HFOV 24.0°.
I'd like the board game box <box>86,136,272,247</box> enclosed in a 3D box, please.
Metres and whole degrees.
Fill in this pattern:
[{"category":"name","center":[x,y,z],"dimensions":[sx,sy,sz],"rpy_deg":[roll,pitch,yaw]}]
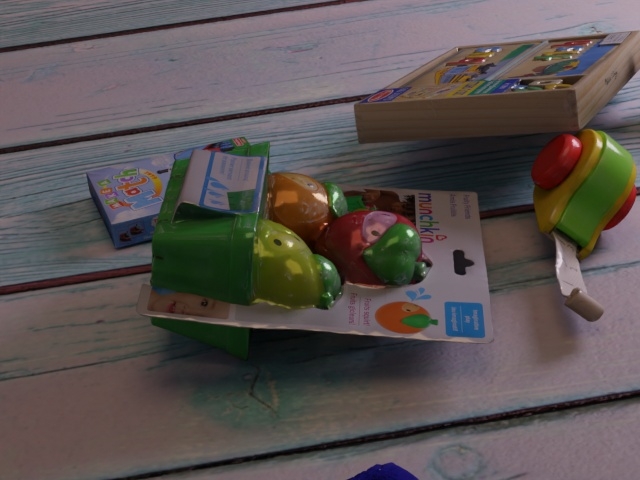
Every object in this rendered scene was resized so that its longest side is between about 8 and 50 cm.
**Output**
[{"category":"board game box","center":[-0.171,-0.063,1.867],"dimensions":[0.212,0.039,0.160],"rpy_deg":[-15,30,-14]}]

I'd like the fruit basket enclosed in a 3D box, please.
[{"category":"fruit basket","center":[0.000,0.000,1.593],"dimensions":[0.353,0.165,0.327],"rpy_deg":[-1,29,4]}]

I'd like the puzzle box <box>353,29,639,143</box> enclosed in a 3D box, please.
[{"category":"puzzle box","center":[0.237,-0.198,1.899],"dimensions":[0.272,0.052,0.409],"rpy_deg":[-3,15,23]}]

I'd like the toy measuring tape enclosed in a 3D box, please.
[{"category":"toy measuring tape","center":[0.297,-0.037,1.638],"dimensions":[0.121,0.121,0.330],"rpy_deg":[-4,28,4]}]

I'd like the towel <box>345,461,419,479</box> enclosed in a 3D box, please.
[{"category":"towel","center":[-0.020,0.284,1.164],"dimensions":[0.308,0.076,0.228],"rpy_deg":[-20,31,-24]}]
